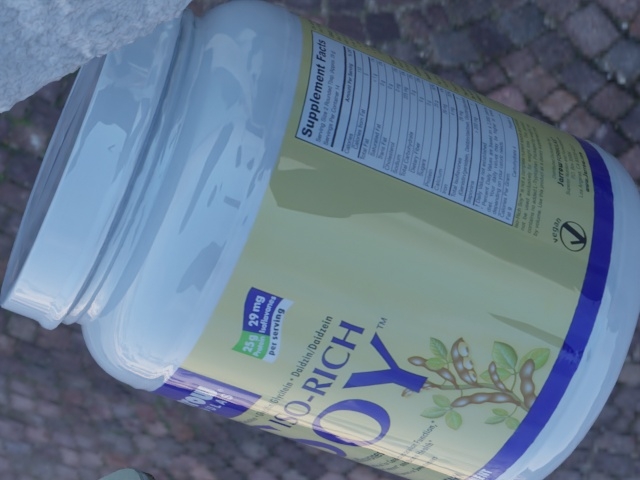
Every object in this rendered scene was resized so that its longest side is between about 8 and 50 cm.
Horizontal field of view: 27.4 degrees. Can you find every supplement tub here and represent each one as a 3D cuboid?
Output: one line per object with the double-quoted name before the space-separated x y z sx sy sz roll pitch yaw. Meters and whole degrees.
"supplement tub" 0.000 0.000 0.795 0.331 0.241 0.241 21 135 -16

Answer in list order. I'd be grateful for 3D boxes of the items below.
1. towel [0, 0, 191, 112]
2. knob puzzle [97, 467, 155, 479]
"towel" -0.160 -0.109 0.472 0.049 0.282 0.187 35 148 33
"knob puzzle" -0.095 0.175 0.467 0.213 0.213 0.030 -27 146 32
